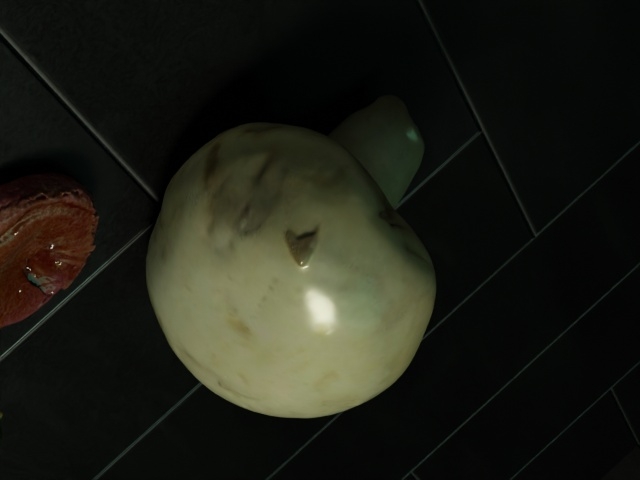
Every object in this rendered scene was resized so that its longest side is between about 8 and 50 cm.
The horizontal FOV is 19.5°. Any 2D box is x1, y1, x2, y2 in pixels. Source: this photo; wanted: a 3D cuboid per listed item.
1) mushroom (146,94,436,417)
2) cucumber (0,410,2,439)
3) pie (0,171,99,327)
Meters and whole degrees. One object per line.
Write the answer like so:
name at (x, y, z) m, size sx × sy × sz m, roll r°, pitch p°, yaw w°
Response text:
mushroom at (0.000, 0.000, 1.855) m, size 0.336 × 0.314 × 0.314 m, roll -49°, pitch 160°, yaw -39°
cucumber at (-0.446, 0.286, 1.827) m, size 0.359 × 0.096 × 0.096 m, roll -48°, pitch 152°, yaw 5°
pie at (-0.280, 0.012, 1.704) m, size 0.182 × 0.049 × 0.182 m, roll -37°, pitch 153°, yaw -22°
